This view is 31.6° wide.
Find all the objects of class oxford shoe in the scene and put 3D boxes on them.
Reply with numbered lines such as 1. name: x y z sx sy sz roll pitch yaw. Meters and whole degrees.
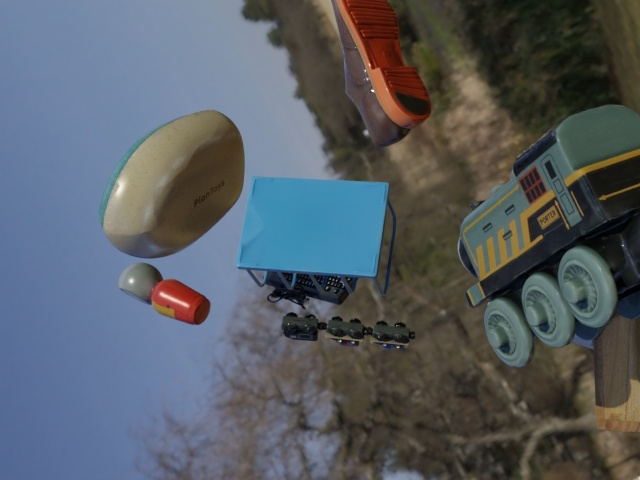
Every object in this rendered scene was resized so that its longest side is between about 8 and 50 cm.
1. oxford shoe: 0.056 -0.253 1.541 0.097 0.098 0.271 0 -119 -37

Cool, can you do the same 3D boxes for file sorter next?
1. file sorter: 0.000 0.000 1.377 0.104 0.170 0.118 62 -146 -65

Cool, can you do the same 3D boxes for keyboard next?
1. keyboard: -0.024 0.055 1.721 0.192 0.100 0.038 11 155 50

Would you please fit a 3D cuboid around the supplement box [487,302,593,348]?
1. supplement box: 0.382 0.078 1.755 0.111 0.220 0.114 -54 -29 -39

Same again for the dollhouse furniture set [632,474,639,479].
1. dollhouse furniture set: 0.519 0.298 1.434 0.212 0.242 0.161 59 -163 15

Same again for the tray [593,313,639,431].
1. tray: 0.422 0.100 1.472 0.411 0.076 0.203 -12 -80 -66

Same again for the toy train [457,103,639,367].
1. toy train: 0.242 0.004 1.129 0.190 0.142 0.334 68 159 12

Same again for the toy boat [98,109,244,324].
1. toy boat: -0.225 -0.026 1.608 0.267 0.148 0.318 -36 -40 -48

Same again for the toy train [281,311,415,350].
1. toy train: 0.032 0.109 1.331 0.027 0.158 0.036 -81 -6 -45
